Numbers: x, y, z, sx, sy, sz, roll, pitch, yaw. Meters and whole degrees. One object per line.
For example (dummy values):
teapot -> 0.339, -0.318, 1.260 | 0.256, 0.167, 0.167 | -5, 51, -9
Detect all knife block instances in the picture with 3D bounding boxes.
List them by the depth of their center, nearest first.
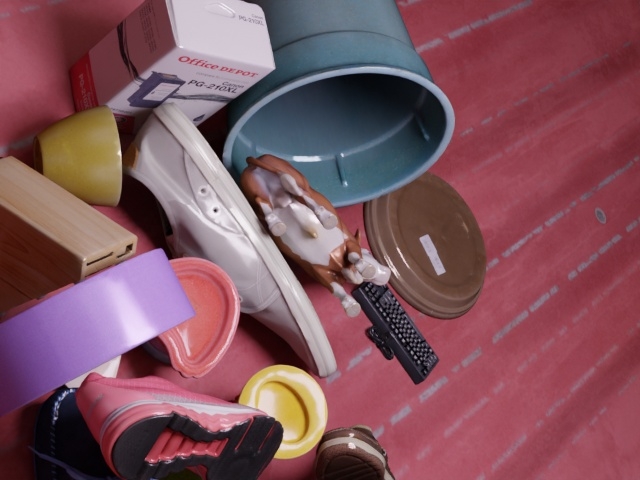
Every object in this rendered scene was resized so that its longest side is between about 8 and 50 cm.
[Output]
knife block -> -0.364, -0.045, 1.546 | 0.088, 0.275, 0.242 | -28, 96, -48

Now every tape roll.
tape roll -> -0.281, 0.109, 1.511 | 0.275, 0.275, 0.090 | -28, 90, -49

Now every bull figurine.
bull figurine -> 0.000, 0.000, 1.934 | 0.310, 0.101, 0.188 | 43, 3, -30

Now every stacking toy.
stacking toy -> -0.181, 0.198, 1.744 | 0.279, 0.130, 0.309 | -35, 90, -22

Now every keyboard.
keyboard -> 0.116, 0.140, 2.104 | 0.180, 0.023, 0.108 | 54, 41, -5

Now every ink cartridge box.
ink cartridge box -> -0.204, -0.237, 1.838 | 0.172, 0.237, 0.100 | 6, 64, -43

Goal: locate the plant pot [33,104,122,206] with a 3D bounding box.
plant pot -> -0.320, -0.106, 1.746 | 0.095, 0.134, 0.134 | -6, 70, -21

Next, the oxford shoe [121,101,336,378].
oxford shoe -> -0.128, 0.020, 1.861 | 0.130, 0.169, 0.449 | -37, 107, -6

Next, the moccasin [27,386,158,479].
moccasin -> -0.238, 0.326, 1.547 | 0.137, 0.117, 0.342 | -11, 74, -30

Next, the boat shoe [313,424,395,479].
boat shoe -> 0.044, 0.297, 1.833 | 0.257, 0.095, 0.095 | 67, 12, -58

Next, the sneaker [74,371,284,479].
sneaker -> -0.160, 0.208, 1.575 | 0.136, 0.116, 0.314 | 39, 9, 35

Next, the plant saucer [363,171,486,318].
plant saucer -> 0.185, -0.004, 2.246 | 0.278, 0.041, 0.278 | 23, 53, -35

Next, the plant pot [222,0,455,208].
plant pot -> -0.004, -0.275, 2.021 | 0.341, 0.341, 0.334 | 16, 48, -39
